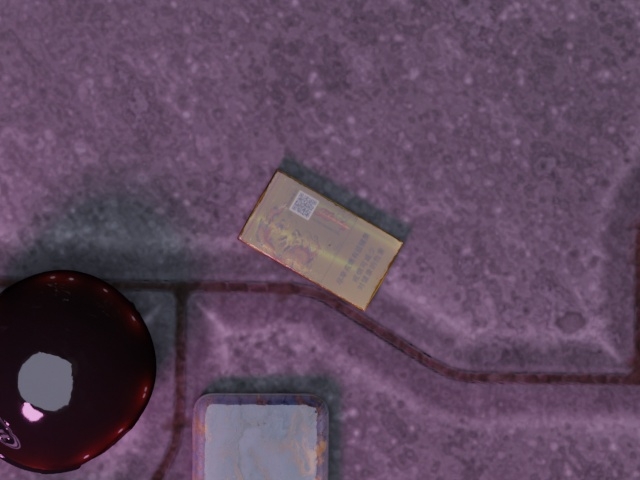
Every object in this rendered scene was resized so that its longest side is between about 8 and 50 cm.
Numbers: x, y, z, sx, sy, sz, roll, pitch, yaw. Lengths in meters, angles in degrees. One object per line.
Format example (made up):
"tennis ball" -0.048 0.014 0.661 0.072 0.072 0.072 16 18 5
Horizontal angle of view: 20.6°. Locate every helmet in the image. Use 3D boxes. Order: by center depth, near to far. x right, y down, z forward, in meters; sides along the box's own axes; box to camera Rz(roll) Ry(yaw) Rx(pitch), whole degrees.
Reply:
"helmet" -0.262 0.128 1.755 0.189 0.193 0.216 49 43 -3

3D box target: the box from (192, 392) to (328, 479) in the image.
"box" -0.063 0.301 1.831 0.142 0.044 0.285 0 88 -1

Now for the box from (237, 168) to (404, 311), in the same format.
"box" 0.000 0.000 1.851 0.156 0.022 0.089 28 85 -3
